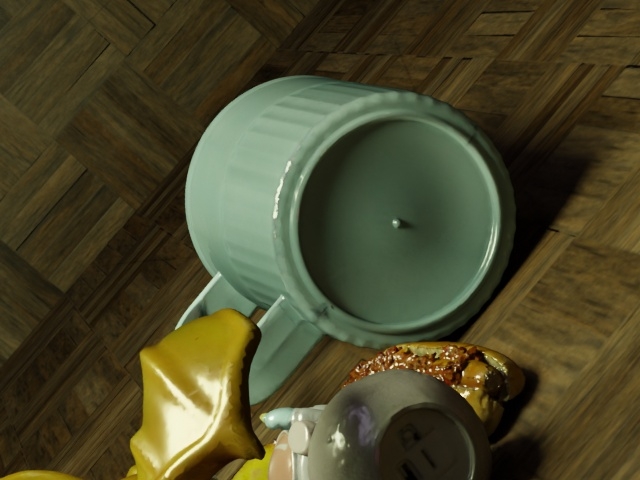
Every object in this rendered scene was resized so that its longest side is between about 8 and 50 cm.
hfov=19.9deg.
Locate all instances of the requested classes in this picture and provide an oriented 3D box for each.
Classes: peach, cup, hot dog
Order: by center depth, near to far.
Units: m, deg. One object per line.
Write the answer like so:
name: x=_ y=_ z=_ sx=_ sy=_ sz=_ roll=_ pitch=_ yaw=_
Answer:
hot dog: x=0.084 y=0.130 z=1.577 sx=0.102 sy=0.076 sz=0.249 roll=-57 pitch=18 yaw=-18
peach: x=-0.055 y=0.234 z=1.747 sx=0.077 sy=0.050 sz=0.083 roll=-23 pitch=28 yaw=4
cup: x=-0.004 y=-0.020 z=1.789 sx=0.331 sy=0.257 sz=0.311 roll=-21 pitch=11 yaw=-14

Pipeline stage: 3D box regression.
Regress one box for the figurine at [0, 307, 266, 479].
figurine: x=-0.123 y=0.278 z=1.297 sx=0.401 sy=0.268 sz=0.387 roll=-36 pitch=24 yaw=-16

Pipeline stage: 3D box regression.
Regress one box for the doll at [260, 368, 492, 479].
doll: x=0.033 y=0.185 z=1.485 sx=0.151 sy=0.151 sz=0.287 roll=-54 pitch=10 yaw=-20
